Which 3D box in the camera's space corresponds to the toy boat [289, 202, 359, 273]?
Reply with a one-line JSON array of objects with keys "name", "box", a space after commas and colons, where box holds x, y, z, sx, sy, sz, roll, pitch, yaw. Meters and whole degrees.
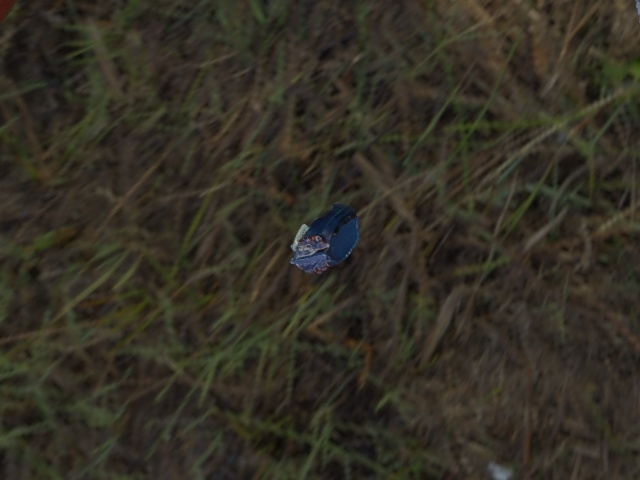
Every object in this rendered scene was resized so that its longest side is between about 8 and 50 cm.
[{"name": "toy boat", "box": [0.000, 0.000, 1.230, 0.038, 0.083, 0.038, 8, 113, 20]}]

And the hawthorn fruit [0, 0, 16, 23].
[{"name": "hawthorn fruit", "box": [-0.238, -0.164, 0.942, 0.211, 0.211, 0.299, 19, 132, 9]}]

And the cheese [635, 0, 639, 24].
[{"name": "cheese", "box": [0.339, -0.193, 1.257, 0.256, 0.037, 0.106, -22, 136, 13]}]
